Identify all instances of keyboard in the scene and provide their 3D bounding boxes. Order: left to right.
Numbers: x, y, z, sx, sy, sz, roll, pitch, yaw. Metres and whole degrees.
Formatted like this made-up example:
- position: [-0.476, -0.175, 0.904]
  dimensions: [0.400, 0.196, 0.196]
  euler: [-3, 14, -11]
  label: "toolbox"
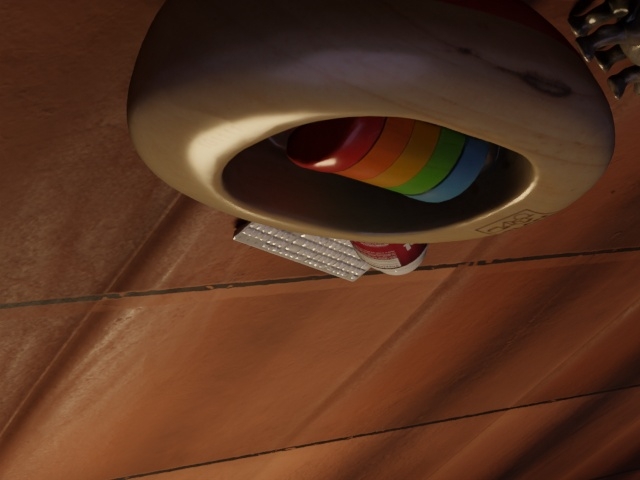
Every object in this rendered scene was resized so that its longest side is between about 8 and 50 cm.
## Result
- position: [0.000, 0.000, 1.543]
  dimensions: [0.072, 0.014, 0.256]
  euler: [-34, 154, 20]
  label: "keyboard"

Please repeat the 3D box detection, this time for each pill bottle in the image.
- position: [0.068, -0.019, 1.480]
  dimensions: [0.086, 0.086, 0.152]
  euler: [-26, 156, 2]
  label: "pill bottle"

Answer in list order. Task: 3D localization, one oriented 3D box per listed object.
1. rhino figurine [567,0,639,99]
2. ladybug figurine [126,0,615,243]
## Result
- position: [0.322, -0.187, 1.399]
  dimensions: [0.106, 0.073, 0.243]
  euler: [-30, 157, 17]
  label: "rhino figurine"
- position: [0.049, -0.116, 1.127]
  dimensions: [0.305, 0.162, 0.449]
  euler: [-24, 153, 38]
  label: "ladybug figurine"
